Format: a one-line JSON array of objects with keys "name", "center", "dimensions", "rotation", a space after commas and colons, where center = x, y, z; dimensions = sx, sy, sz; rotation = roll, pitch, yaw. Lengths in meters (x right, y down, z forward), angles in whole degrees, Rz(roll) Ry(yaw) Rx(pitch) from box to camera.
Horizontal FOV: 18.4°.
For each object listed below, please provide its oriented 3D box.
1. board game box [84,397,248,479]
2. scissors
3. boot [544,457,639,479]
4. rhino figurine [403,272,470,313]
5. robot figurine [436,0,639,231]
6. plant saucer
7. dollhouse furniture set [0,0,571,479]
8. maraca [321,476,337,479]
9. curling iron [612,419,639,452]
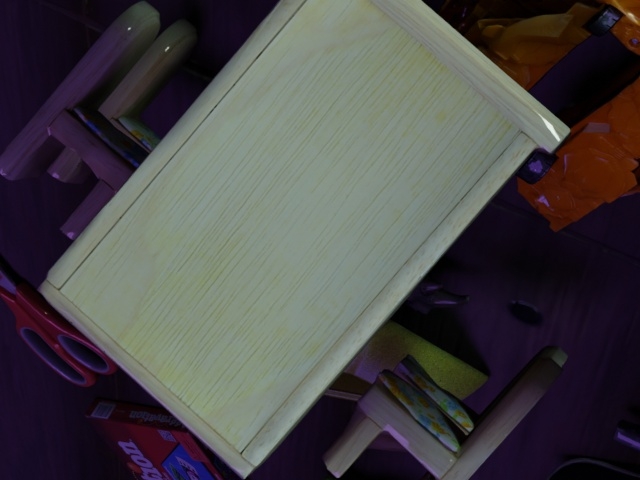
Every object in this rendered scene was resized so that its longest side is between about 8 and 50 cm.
[{"name": "board game box", "center": [-0.119, 0.266, 2.038], "dimensions": [0.145, 0.027, 0.281], "rotation": [6, 142, 39]}, {"name": "scissors", "center": [-0.305, 0.043, 1.876], "dimensions": [0.297, 0.021, 0.109], "rotation": [45, 149, -25]}, {"name": "boot", "center": [0.307, 0.275, 1.597], "dimensions": [0.244, 0.088, 0.176], "rotation": [18, 151, 47]}, {"name": "rhino figurine", "center": [0.000, 0.000, 1.487], "dimensions": [0.243, 0.073, 0.106], "rotation": [24, 152, 10]}, {"name": "robot figurine", "center": [0.161, -0.112, 1.161], "dimensions": [0.211, 0.085, 0.291], "rotation": [35, 151, -8]}, {"name": "plant saucer", "center": [0.010, 0.093, 1.573], "dimensions": [0.188, 0.045, 0.188], "rotation": [7, 165, 35]}, {"name": "dollhouse furniture set", "center": [0.008, -0.024, 1.237], "dimensions": [0.362, 0.256, 0.394], "rotation": [42, -174, 5]}, {"name": "maraca", "center": [0.064, 0.285, 1.836], "dimensions": [0.185, 0.099, 0.127], "rotation": [40, 165, 40]}, {"name": "curling iron", "center": [0.351, 0.196, 1.490], "dimensions": [0.274, 0.035, 0.068], "rotation": [26, -173, 16]}]
